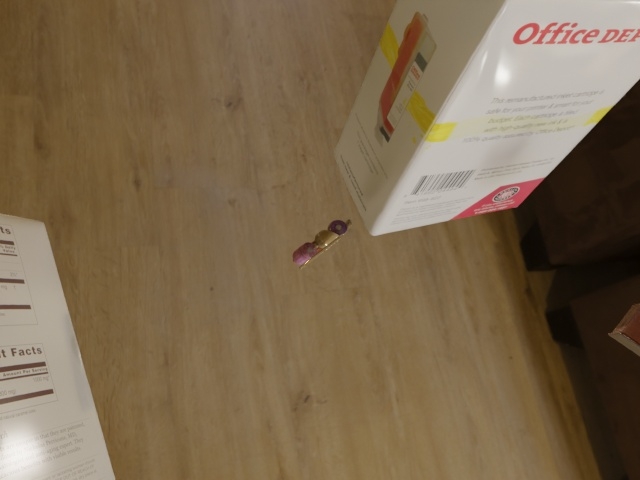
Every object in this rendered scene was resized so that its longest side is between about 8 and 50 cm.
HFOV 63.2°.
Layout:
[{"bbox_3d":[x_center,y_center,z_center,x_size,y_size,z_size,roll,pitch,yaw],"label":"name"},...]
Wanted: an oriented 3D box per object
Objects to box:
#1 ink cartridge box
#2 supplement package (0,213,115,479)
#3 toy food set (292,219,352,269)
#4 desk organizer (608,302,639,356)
[{"bbox_3d":[0.213,-0.191,0.658,0.280,0.384,0.160,-10,62,-22],"label":"ink cartridge box"},{"bbox_3d":[-0.257,0.112,0.348,0.139,0.134,0.243,-26,77,14],"label":"supplement package"},{"bbox_3d":[0.000,0.000,0.611,0.078,0.122,0.019,-38,92,9],"label":"toy food set"},{"bbox_3d":[0.421,0.132,0.615,0.130,0.047,0.050,38,88,18],"label":"desk organizer"}]
